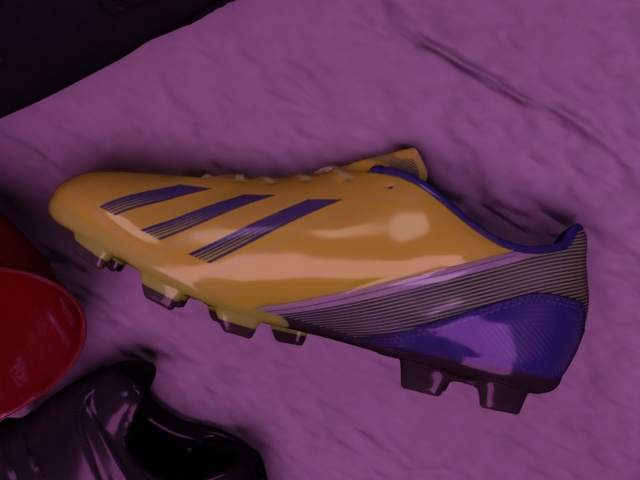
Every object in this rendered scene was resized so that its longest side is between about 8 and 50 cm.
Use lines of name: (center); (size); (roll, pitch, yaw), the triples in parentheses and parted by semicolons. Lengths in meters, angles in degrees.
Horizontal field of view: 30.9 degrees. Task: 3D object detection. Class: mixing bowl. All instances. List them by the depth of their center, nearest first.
mixing bowl: (-0.228, 0.031, 0.634); (0.181, 0.098, 0.181); (-18, 149, -11)

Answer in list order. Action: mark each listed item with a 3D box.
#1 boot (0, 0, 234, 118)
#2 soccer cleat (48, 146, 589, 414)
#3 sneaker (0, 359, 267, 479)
boot: (-0.169, -0.227, 0.482); (0.445, 0.146, 0.367); (-15, 119, 20)
soccer cleat: (0.001, 0.000, 0.618); (0.289, 0.093, 0.121); (17, 88, 6)
sneaker: (-0.068, 0.192, 0.707); (0.130, 0.109, 0.286); (-38, 108, 16)
